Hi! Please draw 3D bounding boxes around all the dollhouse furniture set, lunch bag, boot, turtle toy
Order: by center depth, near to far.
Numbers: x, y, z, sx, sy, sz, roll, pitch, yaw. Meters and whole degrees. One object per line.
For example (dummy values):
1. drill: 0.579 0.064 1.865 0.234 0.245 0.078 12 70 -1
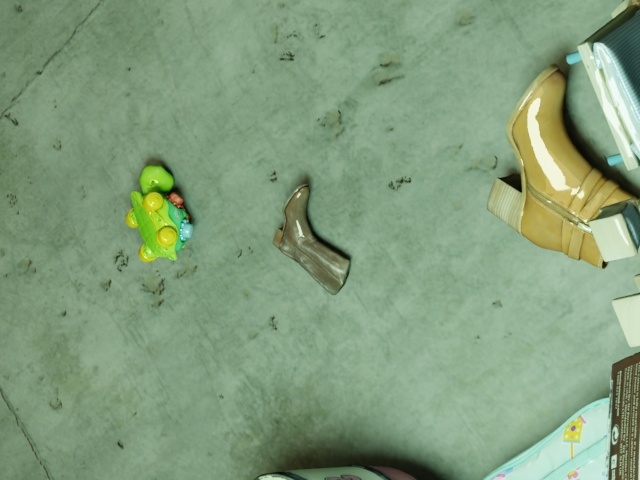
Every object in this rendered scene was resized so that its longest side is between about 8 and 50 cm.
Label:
1. dollhouse furniture set: 0.364 -0.109 1.356 0.198 0.286 0.303 -17 100 36
2. boot: 0.270 -0.077 1.564 0.152 0.073 0.197 31 127 28
3. lunch bag: 0.286 0.306 1.576 0.279 0.108 0.224 -41 56 31
4. boot: 0.000 0.000 1.787 0.114 0.037 0.106 41 132 26
5. turtle toy: -0.207 -0.036 1.907 0.095 0.066 0.130 -32 77 59

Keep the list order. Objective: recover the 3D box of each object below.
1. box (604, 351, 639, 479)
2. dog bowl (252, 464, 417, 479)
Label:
1. box: 0.393 0.195 1.387 0.167 0.203 0.168 126 153 -69
2. dog bowl: 0.057 0.443 1.691 0.408 0.150 0.408 34 131 51
